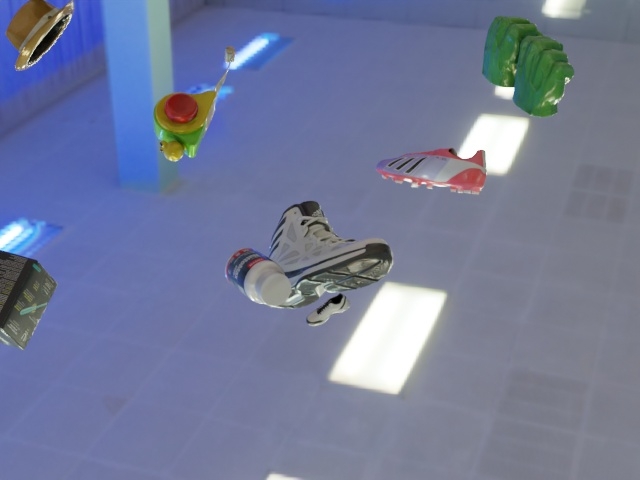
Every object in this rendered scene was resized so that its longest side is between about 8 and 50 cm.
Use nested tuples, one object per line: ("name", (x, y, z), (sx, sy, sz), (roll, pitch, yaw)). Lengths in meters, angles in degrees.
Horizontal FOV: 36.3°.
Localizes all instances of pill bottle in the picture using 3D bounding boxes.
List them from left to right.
("pill bottle", (-0.147, 0.091, 2.346), (0.108, 0.107, 0.180), (-15, -157, -26))

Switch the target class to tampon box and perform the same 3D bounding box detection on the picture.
("tampon box", (-0.639, 0.122, 2.007), (0.102, 0.120, 0.161), (14, -116, 16))

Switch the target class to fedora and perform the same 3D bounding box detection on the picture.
("fedora", (-0.593, -0.443, 2.028), (0.079, 0.194, 0.194), (38, -149, -9))

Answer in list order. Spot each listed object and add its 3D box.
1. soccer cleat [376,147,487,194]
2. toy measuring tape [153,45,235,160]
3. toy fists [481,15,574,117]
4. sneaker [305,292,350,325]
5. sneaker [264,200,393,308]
("soccer cleat", (0.231, -0.155, 2.027), (0.248, 0.095, 0.083), (12, -177, 34))
("toy measuring tape", (-0.280, -0.303, 2.086), (0.121, 0.121, 0.330), (9, -124, 13))
("toy fists", (0.424, -0.371, 2.006), (0.096, 0.142, 0.279), (-9, -145, -15))
("sneaker", (0.013, 0.153, 2.201), (0.109, 0.043, 0.040), (-31, -128, -4))
("sneaker", (-0.001, 0.000, 2.419), (0.169, 0.257, 0.448), (13, 157, -37))
